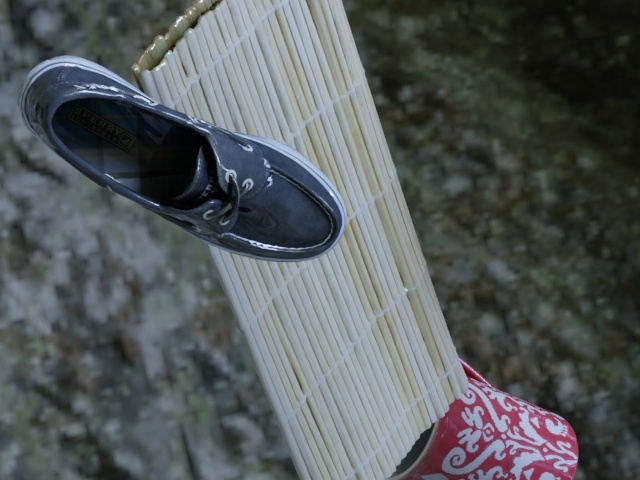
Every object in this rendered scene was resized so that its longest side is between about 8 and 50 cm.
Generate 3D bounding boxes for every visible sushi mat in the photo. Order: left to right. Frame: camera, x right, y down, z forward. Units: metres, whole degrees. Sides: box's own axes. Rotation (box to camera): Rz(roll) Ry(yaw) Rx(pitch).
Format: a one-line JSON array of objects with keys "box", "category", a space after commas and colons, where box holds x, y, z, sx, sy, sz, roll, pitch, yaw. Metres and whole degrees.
[{"box": [0.000, 0.000, 0.970, 0.019, 0.151, 0.316, 11, -46, 38], "category": "sushi mat"}]

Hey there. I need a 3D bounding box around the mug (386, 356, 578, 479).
[{"box": [0.133, 0.156, 1.586, 0.113, 0.169, 0.150, -22, -126, 51], "category": "mug"}]

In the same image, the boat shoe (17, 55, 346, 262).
[{"box": [-0.050, -0.024, 0.697, 0.049, 0.142, 0.040, -61, -156, 10], "category": "boat shoe"}]
